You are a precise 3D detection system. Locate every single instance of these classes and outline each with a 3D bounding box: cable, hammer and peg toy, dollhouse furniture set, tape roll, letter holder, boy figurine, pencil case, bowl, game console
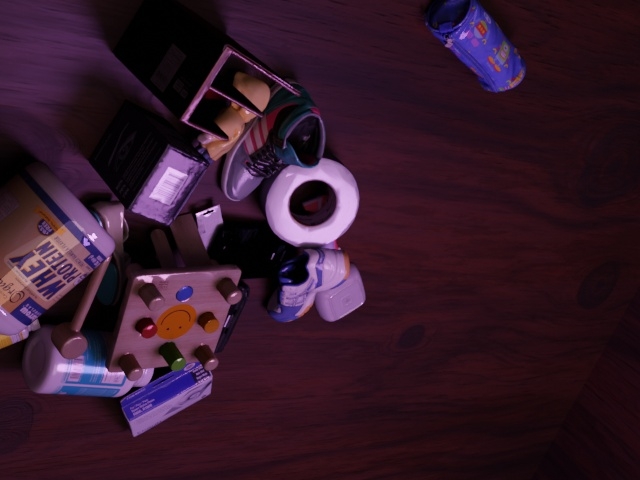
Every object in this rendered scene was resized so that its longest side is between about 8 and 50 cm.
[{"bbox_3d":[-0.392,0.172,2.057,0.150,0.047,0.184,-16,153,-6],"label":"cable"},{"bbox_3d":[-0.347,0.161,1.905,0.361,0.127,0.266,-1,125,-38],"label":"hammer and peg toy"},{"bbox_3d":[-0.347,0.040,2.045,0.144,0.123,0.151,-15,164,-28],"label":"dollhouse furniture set"},{"bbox_3d":[-0.025,-0.096,2.104,0.219,0.072,0.219,-6,113,-14],"label":"tape roll"},{"bbox_3d":[-0.204,-0.305,1.698,0.214,0.302,0.152,24,105,-45],"label":"letter holder"},{"bbox_3d":[-0.213,-0.217,1.878,0.285,0.092,0.177,-51,180,5],"label":"boy figurine"},{"bbox_3d":[0.363,-0.456,2.146,0.306,0.119,0.133,34,69,-46],"label":"pencil case"},{"bbox_3d":[0.055,0.143,2.408,0.142,0.053,0.142,-30,134,-14],"label":"bowl"},{"bbox_3d":[-0.213,0.122,2.178,0.213,0.044,0.361,0,122,-49],"label":"game console"}]

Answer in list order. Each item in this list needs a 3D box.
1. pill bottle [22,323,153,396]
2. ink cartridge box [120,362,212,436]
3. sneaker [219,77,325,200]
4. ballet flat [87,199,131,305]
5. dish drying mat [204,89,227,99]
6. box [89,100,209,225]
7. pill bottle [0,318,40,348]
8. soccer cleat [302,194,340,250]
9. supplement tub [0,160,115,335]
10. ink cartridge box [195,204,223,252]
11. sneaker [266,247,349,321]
[{"bbox_3d":[-0.497,0.265,2.011,0.264,0.146,0.146,13,112,-42],"label":"pill bottle"},{"bbox_3d":[-0.361,0.372,2.197,0.223,0.045,0.224,-28,161,-17],"label":"ink cartridge box"},{"bbox_3d":[-0.089,-0.182,1.966,0.124,0.178,0.295,18,109,-44],"label":"sneaker"},{"bbox_3d":[-0.432,0.023,1.937,0.086,0.086,0.248,-17,129,-27],"label":"ballet flat"},{"bbox_3d":[-0.200,-0.305,1.915,0.083,0.008,0.032,-1,122,-37],"label":"dish drying mat"},{"bbox_3d":[-0.333,-0.150,1.784,0.108,0.207,0.153,24,106,-45],"label":"box"},{"bbox_3d":[-0.639,0.181,1.900,0.116,0.065,0.065,-23,132,-23],"label":"pill bottle"},{"bbox_3d":[0.000,0.000,2.249,0.095,0.083,0.248,-8,126,-14],"label":"soccer cleat"},{"bbox_3d":[-0.567,0.032,1.715,0.316,0.228,0.228,-42,137,-9],"label":"supplement tub"},{"bbox_3d":[-0.250,-0.030,2.066,0.063,0.029,0.115,-23,131,-23],"label":"ink cartridge box"},{"bbox_3d":[-0.062,0.095,2.200,0.131,0.112,0.296,12,142,-34],"label":"sneaker"}]
